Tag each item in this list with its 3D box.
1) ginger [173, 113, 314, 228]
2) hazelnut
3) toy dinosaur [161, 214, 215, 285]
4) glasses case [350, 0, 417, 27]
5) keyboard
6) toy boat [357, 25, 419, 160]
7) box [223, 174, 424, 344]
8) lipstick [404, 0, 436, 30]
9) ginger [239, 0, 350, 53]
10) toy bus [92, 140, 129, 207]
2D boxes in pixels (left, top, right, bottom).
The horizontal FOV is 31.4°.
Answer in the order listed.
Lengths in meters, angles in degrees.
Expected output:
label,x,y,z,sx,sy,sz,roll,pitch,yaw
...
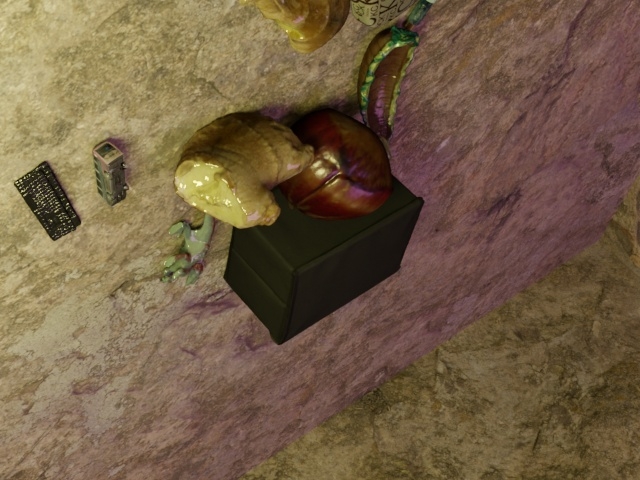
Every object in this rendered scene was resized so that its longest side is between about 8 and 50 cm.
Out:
label,x,y,z,sx,sy,sz,roll,pitch,yaw
ginger,-0.127,-0.115,1.931,0.275,0.221,0.130,-18,139,-30
hazelnut,0.018,-0.137,2.140,0.229,0.229,0.229,-35,156,-18
toy dinosaur,-0.232,0.004,2.153,0.242,0.053,0.167,-54,156,23
glasses case,0.176,-0.486,1.886,0.355,0.085,0.137,-45,159,-23
keyboard,-0.422,-0.057,1.779,0.060,0.018,0.195,-36,156,-11
toy boat,0.120,-0.287,2.174,0.108,0.099,0.293,-28,146,-31
box,0.001,0.001,2.333,0.345,0.204,0.251,-30,153,-29
lipstick,0.189,-0.432,2.111,0.037,0.037,0.116,-15,149,-48
ginger,-0.040,-0.379,1.769,0.131,0.086,0.294,-44,154,11
toy bus,-0.332,-0.104,1.798,0.037,0.052,0.131,-38,159,-25
